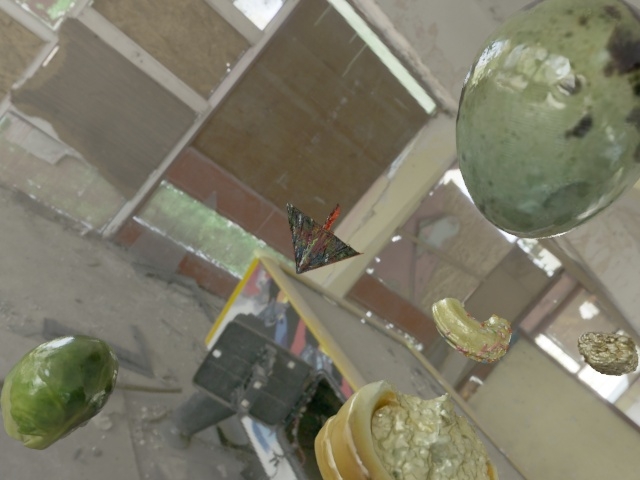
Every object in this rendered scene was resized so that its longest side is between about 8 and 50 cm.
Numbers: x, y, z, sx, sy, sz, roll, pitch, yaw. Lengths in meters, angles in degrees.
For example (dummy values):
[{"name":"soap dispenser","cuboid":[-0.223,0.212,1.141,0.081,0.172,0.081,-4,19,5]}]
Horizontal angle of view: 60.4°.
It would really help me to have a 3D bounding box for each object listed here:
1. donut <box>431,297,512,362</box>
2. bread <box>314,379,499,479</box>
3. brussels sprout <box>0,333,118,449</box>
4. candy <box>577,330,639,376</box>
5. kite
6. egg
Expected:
[{"name":"donut","cuboid":[0.292,0.171,1.040,0.166,0.065,0.108,24,29,-7]},{"name":"bread","cuboid":[0.195,0.498,1.200,0.424,0.329,0.245,36,-35,-8]},{"name":"brussels sprout","cuboid":[-0.399,0.223,0.841,0.144,0.180,0.161,41,-20,-17]},{"name":"candy","cuboid":[0.517,0.200,0.989,0.095,0.085,0.110,-8,-20,27]},{"name":"kite","cuboid":[0.000,0.000,1.234,0.232,0.189,0.009,37,-15,-27]},{"name":"egg","cuboid":[0.414,-0.211,0.973,0.345,0.428,0.345,9,17,-3]}]
